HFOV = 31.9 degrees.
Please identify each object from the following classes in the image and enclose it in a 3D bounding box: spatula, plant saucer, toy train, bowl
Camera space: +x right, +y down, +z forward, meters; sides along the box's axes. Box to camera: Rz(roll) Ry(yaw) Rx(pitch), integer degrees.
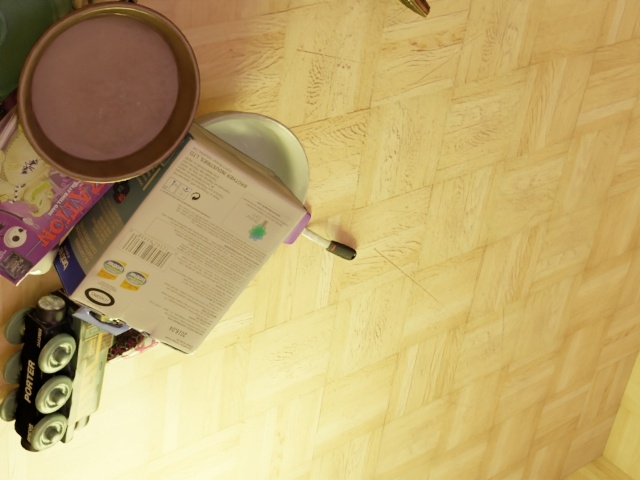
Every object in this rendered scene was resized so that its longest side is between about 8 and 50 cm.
[{"bbox_3d":[0.000,0.000,2.405,0.084,0.030,0.296,-55,143,6],"label":"spatula"},{"bbox_3d":[-0.499,-0.303,1.585,0.317,0.044,0.318,-21,141,-18],"label":"plant saucer"},{"bbox_3d":[-0.468,0.232,2.031,0.190,0.142,0.334,-22,134,-47],"label":"toy train"},{"bbox_3d":[-0.312,-0.219,1.652,0.278,0.041,0.278,-13,120,-24],"label":"plant saucer"},{"bbox_3d":[-0.179,-0.116,2.015,0.298,0.134,0.298,-12,122,-19],"label":"bowl"}]

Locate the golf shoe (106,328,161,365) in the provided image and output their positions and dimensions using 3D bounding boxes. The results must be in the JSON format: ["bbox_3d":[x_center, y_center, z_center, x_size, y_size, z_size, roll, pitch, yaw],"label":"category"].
[{"bbox_3d":[-0.349,0.197,2.172,0.186,0.067,0.086,-32,139,-25],"label":"golf shoe"}]

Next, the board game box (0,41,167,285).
[{"bbox_3d":[-0.423,-0.116,1.697,0.347,0.056,0.208,-47,132,0],"label":"board game box"}]

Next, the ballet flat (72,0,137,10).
[{"bbox_3d":[-0.356,-0.381,1.698,0.206,0.073,0.067,-10,109,-39],"label":"ballet flat"}]

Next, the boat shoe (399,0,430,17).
[{"bbox_3d":[0.171,-0.494,2.162,0.060,0.064,0.178,-51,140,1],"label":"boat shoe"}]

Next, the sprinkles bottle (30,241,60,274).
[{"bbox_3d":[-0.424,-0.123,1.797,0.121,0.121,0.355,12,110,-50],"label":"sprinkles bottle"}]

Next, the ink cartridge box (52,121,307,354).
[{"bbox_3d":[-0.258,0.013,1.877,0.270,0.151,0.395,32,101,-36],"label":"ink cartridge box"}]
